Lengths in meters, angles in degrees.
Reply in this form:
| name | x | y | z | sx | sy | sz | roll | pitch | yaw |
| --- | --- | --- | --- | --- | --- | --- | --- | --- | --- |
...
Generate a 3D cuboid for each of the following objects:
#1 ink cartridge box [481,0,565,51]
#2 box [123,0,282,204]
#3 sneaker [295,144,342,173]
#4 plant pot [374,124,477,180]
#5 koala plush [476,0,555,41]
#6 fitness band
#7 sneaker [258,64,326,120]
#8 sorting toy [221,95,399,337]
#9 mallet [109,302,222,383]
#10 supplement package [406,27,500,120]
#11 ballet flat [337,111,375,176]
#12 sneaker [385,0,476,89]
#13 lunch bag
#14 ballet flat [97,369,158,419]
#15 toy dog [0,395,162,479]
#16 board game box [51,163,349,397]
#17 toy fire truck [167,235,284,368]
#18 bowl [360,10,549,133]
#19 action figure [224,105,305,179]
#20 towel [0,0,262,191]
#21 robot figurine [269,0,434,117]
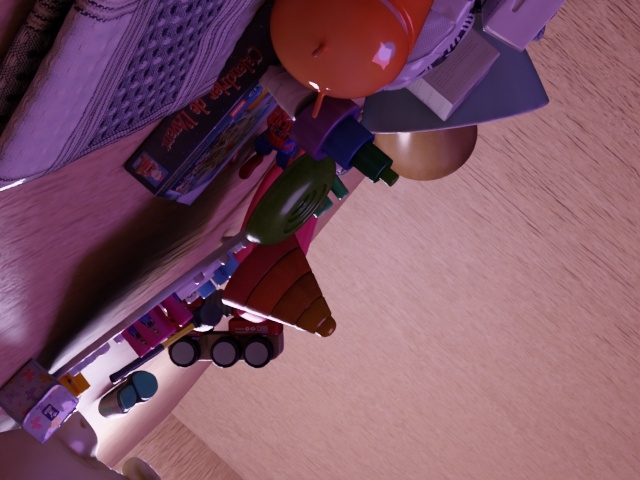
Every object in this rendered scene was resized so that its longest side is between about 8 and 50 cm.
| name | x | y | z | sx | sy | sz | roll | pitch | yaw |
| --- | --- | --- | --- | --- | --- | --- | --- | --- | --- |
| ink cartridge box | 0.257 | -0.322 | 1.148 | 0.109 | 0.063 | 0.150 | -51 | -161 | 36 |
| box | -0.092 | -0.141 | 0.953 | 0.233 | 0.044 | 0.159 | -48 | 176 | 2 |
| sneaker | 0.002 | -0.149 | 1.587 | 0.094 | 0.091 | 0.258 | -47 | 176 | -18 |
| plant pot | 0.221 | -0.282 | 1.972 | 0.237 | 0.237 | 0.254 | -48 | 163 | -7 |
| koala plush | 0.321 | -0.482 | 1.539 | 0.196 | 0.203 | 0.221 | 19 | 91 | -85 |
| fitness band | -0.071 | -0.009 | 1.479 | 0.209 | 0.054 | 0.291 | -19 | -129 | 59 |
| sneaker | -0.005 | -0.160 | 0.910 | 0.054 | 0.061 | 0.152 | -57 | 166 | 26 |
| sorting toy | 0.000 | 0.000 | 0.974 | 0.127 | 0.126 | 0.365 | -41 | 166 | -34 |
| mallet | -0.223 | 0.150 | 1.343 | 0.189 | 0.039 | 0.062 | -34 | -178 | -35 |
| supplement package | 0.152 | -0.278 | 1.329 | 0.105 | 0.179 | 0.105 | -48 | 176 | -3 |
| ballet flat | 0.063 | -0.214 | 1.896 | 0.221 | 0.077 | 0.079 | -51 | 161 | -49 |
| sneaker | 0.146 | -0.339 | 1.049 | 0.366 | 0.137 | 0.210 | -55 | 174 | 13 |
| lunch bag | -0.352 | 0.201 | 1.145 | 0.071 | 0.083 | 0.053 | -46 | 176 | -19 |
| ballet flat | -0.418 | 0.330 | 1.976 | 0.068 | 0.072 | 0.213 | -21 | -179 | 12 |
| toy dog | -0.324 | 0.432 | 1.334 | 0.284 | 0.408 | 0.395 | -48 | 177 | -17 |
| board game box | -0.178 | 0.071 | 1.250 | 0.390 | 0.050 | 0.390 | -39 | -176 | -40 |
| toy fire truck | -0.184 | 0.113 | 1.736 | 0.158 | 0.217 | 0.246 | -15 | 104 | -83 |
| bowl | 0.208 | -0.283 | 1.506 | 0.311 | 0.163 | 0.311 | -10 | -166 | 2 |
| action figure | -0.074 | -0.100 | 1.203 | 0.139 | 0.091 | 0.280 | -57 | 180 | -22 |
| towel | -0.078 | -0.183 | 0.622 | 0.324 | 0.056 | 0.312 | -51 | 175 | 30 |
| robot figurine | 0.034 | -0.214 | 0.797 | 0.158 | 0.128 | 0.219 | -8 | -130 | 49 |
